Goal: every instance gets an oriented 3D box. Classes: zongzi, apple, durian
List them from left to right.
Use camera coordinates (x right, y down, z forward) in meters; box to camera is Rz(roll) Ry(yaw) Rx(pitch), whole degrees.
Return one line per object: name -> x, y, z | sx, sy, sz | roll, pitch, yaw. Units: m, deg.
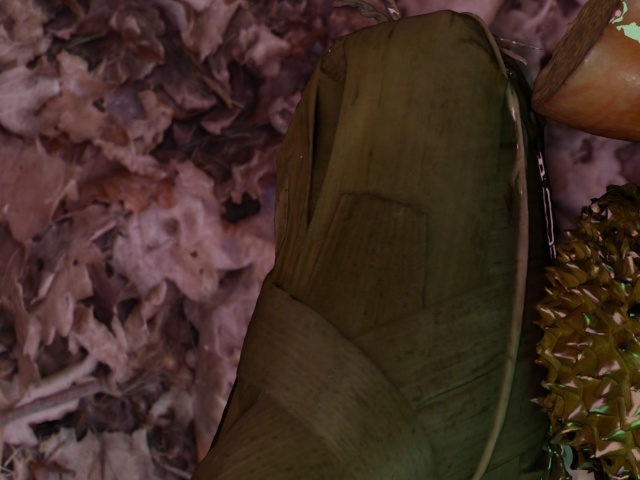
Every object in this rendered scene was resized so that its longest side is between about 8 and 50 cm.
zongzi -> 0.019, -0.001, 0.969 | 0.218, 0.467, 0.500 | -3, 90, 27
durian -> 0.294, 0.083, 0.962 | 0.292, 0.258, 0.258 | 10, 98, -4
apple -> 0.291, -0.182, 0.947 | 0.163, 0.251, 0.293 | 29, 107, -1
